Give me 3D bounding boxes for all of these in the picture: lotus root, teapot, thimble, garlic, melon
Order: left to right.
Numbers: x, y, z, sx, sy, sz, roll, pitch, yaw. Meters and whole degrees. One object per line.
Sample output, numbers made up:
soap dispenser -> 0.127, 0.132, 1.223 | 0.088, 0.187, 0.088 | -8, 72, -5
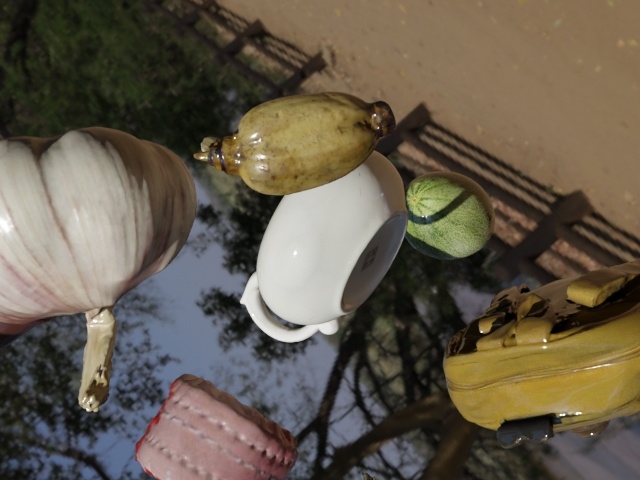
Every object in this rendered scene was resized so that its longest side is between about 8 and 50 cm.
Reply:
garlic -> -0.220, 0.031, 0.790 | 0.245, 0.245, 0.253 | 60, -167, -77
thimble -> -0.123, 0.248, 1.017 | 0.163, 0.125, 0.189 | 22, 162, 31
lotus root -> -0.019, -0.072, 0.640 | 0.063, 0.152, 0.072 | -133, 34, -73
teapot -> 0.000, 0.000, 0.930 | 0.139, 0.298, 0.204 | 31, -152, 17
melon -> 0.198, -0.037, 1.333 | 0.192, 0.139, 0.139 | 19, -159, -48

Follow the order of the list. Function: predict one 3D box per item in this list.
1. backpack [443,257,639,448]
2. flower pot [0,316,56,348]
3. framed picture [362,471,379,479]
backpack -> 0.320, 0.142, 1.087 | 0.378, 0.354, 0.201 | -14, -98, -47
flower pot -> -0.395, 0.086, 1.063 | 0.111, 0.089, 0.111 | 41, -163, -15
framed picture -> 0.128, 0.407, 0.930 | 0.217, 0.017, 0.274 | 48, -162, -39
